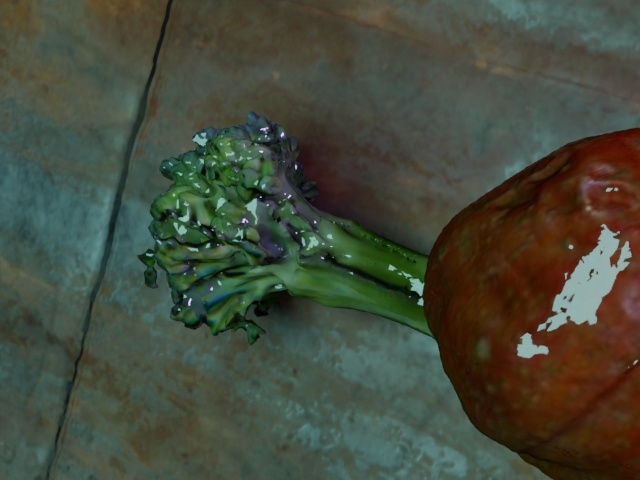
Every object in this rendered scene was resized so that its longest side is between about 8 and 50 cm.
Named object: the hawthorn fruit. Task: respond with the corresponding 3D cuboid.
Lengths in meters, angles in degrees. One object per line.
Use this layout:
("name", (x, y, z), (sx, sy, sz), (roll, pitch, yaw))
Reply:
("hawthorn fruit", (0.202, 0.046, 1.240), (0.258, 0.258, 0.262), (50, 142, 27))

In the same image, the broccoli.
("broccoli", (-0.008, -0.015, 1.428), (0.275, 0.198, 0.177), (8, 46, 29))
